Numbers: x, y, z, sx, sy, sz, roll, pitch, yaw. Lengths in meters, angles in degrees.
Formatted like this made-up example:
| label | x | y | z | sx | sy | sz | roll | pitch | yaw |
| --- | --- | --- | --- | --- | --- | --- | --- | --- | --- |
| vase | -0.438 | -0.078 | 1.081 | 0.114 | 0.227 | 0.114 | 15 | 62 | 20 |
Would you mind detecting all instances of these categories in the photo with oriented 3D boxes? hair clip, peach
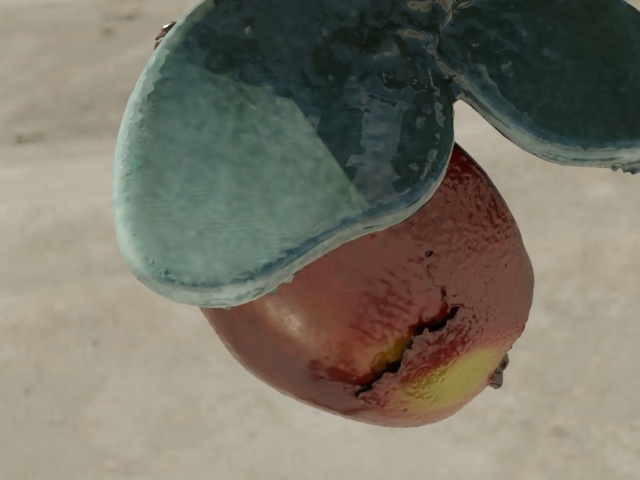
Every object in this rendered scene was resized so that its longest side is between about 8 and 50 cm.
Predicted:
| label | x | y | z | sx | sy | sz | roll | pitch | yaw |
| --- | --- | --- | --- | --- | --- | --- | --- | --- | --- |
| hair clip | 0.037 | -0.196 | 0.883 | 0.318 | 0.238 | 0.392 | -3 | 45 | -13 |
| peach | 0.000 | 0.003 | 0.984 | 0.189 | 0.279 | 0.068 | -32 | 22 | 30 |
